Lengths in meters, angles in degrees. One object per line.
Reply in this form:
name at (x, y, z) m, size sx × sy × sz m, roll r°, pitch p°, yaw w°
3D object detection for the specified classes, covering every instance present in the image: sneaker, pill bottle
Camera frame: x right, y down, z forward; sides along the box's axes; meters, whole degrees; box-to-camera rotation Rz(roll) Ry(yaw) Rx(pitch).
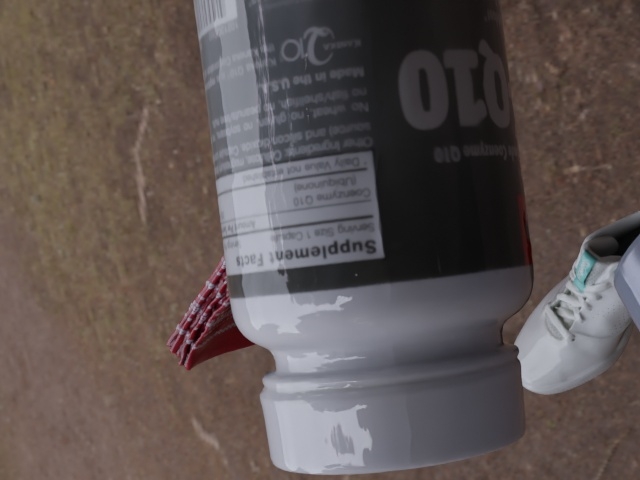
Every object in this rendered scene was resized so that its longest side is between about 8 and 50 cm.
sneaker at (0.208, 0.032, 0.832) m, size 0.212 × 0.094 × 0.080 m, roll -47°, pitch 53°, yaw 22°
pill bottle at (0.026, -0.032, 0.592) m, size 0.161 × 0.161 × 0.283 m, roll -9°, pitch 88°, yaw 62°

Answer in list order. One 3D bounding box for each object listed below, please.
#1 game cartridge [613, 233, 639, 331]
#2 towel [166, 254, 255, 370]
game cartridge at (0.271, 0.000, 0.421) m, size 0.294 × 0.060 × 0.196 m, roll -34°, pitch 58°, yaw 17°
towel at (0.000, 0.000, 0.938) m, size 0.031 × 0.199 × 0.275 m, roll 53°, pitch 131°, yaw 21°
